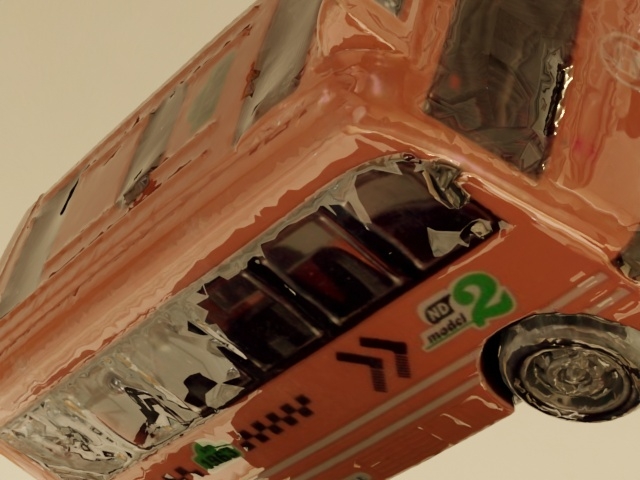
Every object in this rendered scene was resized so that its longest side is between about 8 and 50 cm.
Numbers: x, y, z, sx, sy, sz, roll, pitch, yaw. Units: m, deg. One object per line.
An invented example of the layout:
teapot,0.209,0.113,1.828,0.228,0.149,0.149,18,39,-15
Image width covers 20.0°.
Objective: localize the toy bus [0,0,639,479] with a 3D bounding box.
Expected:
toy bus,0.000,0.000,0.931,0.233,0.427,0.203,33,-132,-20
